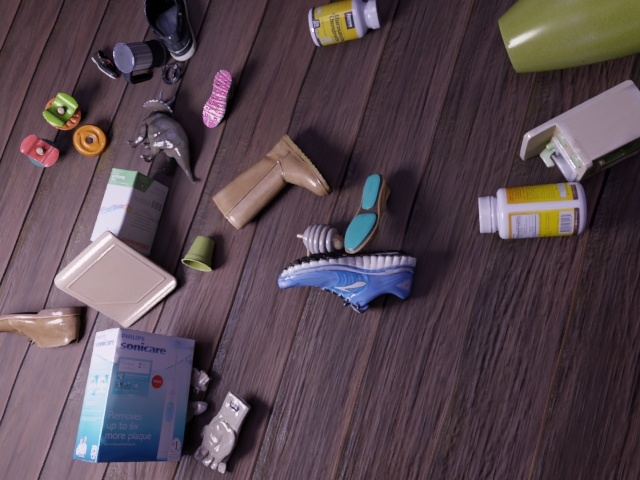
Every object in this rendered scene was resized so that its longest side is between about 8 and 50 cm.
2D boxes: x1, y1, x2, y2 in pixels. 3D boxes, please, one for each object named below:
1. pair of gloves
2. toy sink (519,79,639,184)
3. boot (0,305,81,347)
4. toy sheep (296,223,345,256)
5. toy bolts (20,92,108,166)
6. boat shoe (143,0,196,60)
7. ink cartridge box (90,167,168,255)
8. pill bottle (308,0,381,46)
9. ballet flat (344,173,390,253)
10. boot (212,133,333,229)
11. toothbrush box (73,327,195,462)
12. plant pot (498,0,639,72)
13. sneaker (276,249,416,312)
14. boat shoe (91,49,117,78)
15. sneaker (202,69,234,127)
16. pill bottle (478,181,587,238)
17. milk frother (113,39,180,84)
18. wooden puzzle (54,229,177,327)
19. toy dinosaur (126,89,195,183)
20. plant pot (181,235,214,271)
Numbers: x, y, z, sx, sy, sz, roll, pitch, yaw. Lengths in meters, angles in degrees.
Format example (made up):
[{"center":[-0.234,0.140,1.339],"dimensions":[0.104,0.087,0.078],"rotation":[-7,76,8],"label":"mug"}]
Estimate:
[{"center":[-0.296,0.448,1.318],"dimensions":[0.240,0.042,0.204],"rotation":[23,91,27],"label":"pair of gloves"},{"center":[0.581,-0.210,1.133],"dimensions":[0.234,0.153,0.131],"rotation":[-27,72,9],"label":"toy sink"},{"center":[-0.839,0.261,1.507],"dimensions":[0.305,0.112,0.115],"rotation":[-6,87,14],"label":"boot"},{"center":[0.000,0.000,1.306],"dimensions":[0.132,0.091,0.091],"rotation":[7,80,18],"label":"toy sheep"},{"center":[-0.803,-0.313,1.633],"dimensions":[0.218,0.158,0.228],"rotation":[40,80,-19],"label":"toy bolts"},{"center":[-0.490,-0.718,1.608],"dimensions":[0.127,0.113,0.340],"rotation":[-23,72,11],"label":"boat shoe"},{"center":[-0.530,-0.076,1.453],"dimensions":[0.093,0.154,0.212],"rotation":[9,81,19],"label":"ink cartridge box"},{"center":[0.068,-0.598,1.409],"dimensions":[0.184,0.103,0.103],"rotation":[-6,76,17],"label":"pill bottle"},{"center":[0.125,-0.055,1.255],"dimensions":[0.080,0.073,0.232],"rotation":[0,57,39],"label":"ballet flat"},{"center":[-0.126,-0.123,1.378],"dimensions":[0.269,0.089,0.236],"rotation":[-42,59,5],"label":"boot"},{"center":[-0.442,0.376,1.259],"dimensions":[0.126,0.216,0.295],"rotation":[-17,62,40],"label":"toothbrush box"},{"center":[0.569,-0.503,1.168],"dimensions":[0.294,0.275,0.274],"rotation":[-19,72,30],"label":"plant pot"},{"center":[0.060,0.103,1.220],"dimensions":[0.330,0.130,0.147],"rotation":[-1,95,2],"label":"sneaker"},{"center":[-0.692,-0.568,1.672],"dimensions":[0.042,0.049,0.133],"rotation":[-48,64,11],"label":"boat shoe"},{"center":[-0.288,-0.409,1.506],"dimensions":[0.063,0.075,0.170],"rotation":[23,108,4],"label":"sneaker"},{"center":[0.466,-0.064,1.154],"dimensions":[0.215,0.117,0.117],"rotation":[-3,77,17],"label":"pill bottle"},{"center":[-0.517,-0.531,1.560],"dimensions":[0.143,0.135,0.129],"rotation":[15,120,25],"label":"milk frother"},{"center":[-0.546,0.106,1.397],"dimensions":[0.221,0.239,0.044],"rotation":[-39,30,12],"label":"wooden puzzle"},{"center":[-0.451,-0.296,1.498],"dimensions":[0.160,0.121,0.313],"rotation":[-46,64,17],"label":"toy dinosaur"},{"center":[-0.324,0.032,1.410],"dimensions":[0.083,0.083,0.079],"rotation":[8,69,19],"label":"plant pot"}]
